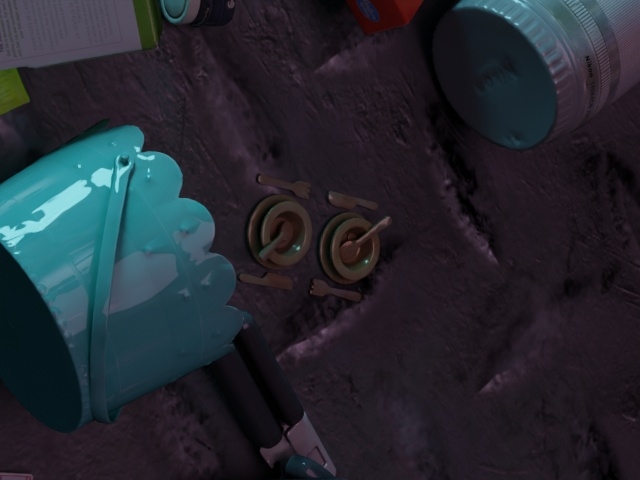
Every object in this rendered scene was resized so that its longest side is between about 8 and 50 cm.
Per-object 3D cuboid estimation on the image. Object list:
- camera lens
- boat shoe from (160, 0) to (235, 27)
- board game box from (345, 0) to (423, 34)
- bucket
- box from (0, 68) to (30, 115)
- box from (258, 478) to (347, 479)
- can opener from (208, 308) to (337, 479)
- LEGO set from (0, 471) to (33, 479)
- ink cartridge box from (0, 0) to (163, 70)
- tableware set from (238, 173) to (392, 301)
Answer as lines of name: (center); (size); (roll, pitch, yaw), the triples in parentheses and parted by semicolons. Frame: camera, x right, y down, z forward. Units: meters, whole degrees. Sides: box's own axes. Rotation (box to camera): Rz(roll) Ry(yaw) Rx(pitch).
camera lens: (0.299, -0.260, 1.998); (0.274, 0.219, 0.219); (-36, 116, -31)
boat shoe: (-0.118, -0.354, 1.730); (0.079, 0.095, 0.254); (-4, 98, -37)
board game box: (0.048, -0.431, 1.836); (0.316, 0.064, 0.242); (57, 45, -29)
bucket: (-0.227, 0.042, 1.582); (0.183, 0.281, 0.281); (-32, 114, -29)
box: (-0.364, -0.196, 1.579); (0.109, 0.042, 0.178); (-32, 114, -32)
box: (-0.056, 0.387, 1.824); (0.183, 0.059, 0.232); (-1, 99, -4)
can opener: (-0.040, 0.204, 1.851); (0.076, 0.095, 0.283); (-45, 127, -27)
LEGO set: (-0.350, 0.324, 1.640); (0.244, 0.060, 0.182); (10, 92, -40)
ink cartridge box: (-0.294, -0.260, 1.546); (0.255, 0.097, 0.188); (-10, 105, 0)
tableware set: (0.000, 0.000, 1.899); (0.194, 0.039, 0.128); (12, 87, -39)
